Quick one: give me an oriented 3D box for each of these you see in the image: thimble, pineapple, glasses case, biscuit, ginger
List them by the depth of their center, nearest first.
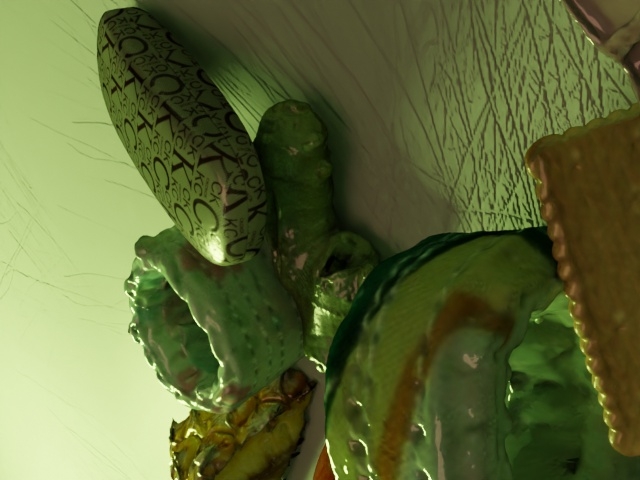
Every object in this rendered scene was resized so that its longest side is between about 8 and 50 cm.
[{"bbox_3d":[0.248,0.022,0.778,0.030,0.160,0.250,-106,-5,-75],"label":"biscuit"},{"bbox_3d":[0.140,0.134,0.860,0.167,0.254,0.288,-1,95,50],"label":"thimble"},{"bbox_3d":[0.002,0.004,1.088,0.137,0.089,0.290,1,112,69],"label":"ginger"},{"bbox_3d":[-0.147,-0.113,1.115,0.355,0.085,0.137,52,149,42],"label":"glasses case"},{"bbox_3d":[-0.110,0.070,1.206,0.185,0.149,0.211,-3,112,52],"label":"thimble"},{"bbox_3d":[-0.137,0.264,1.361,0.161,0.158,0.334,42,141,22],"label":"pineapple"}]

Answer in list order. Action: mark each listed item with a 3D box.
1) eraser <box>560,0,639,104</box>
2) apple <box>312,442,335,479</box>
[{"bbox_3d":[0.248,-0.264,0.585,0.272,0.122,0.359,55,142,6],"label":"eraser"},{"bbox_3d":[0.081,0.248,1.085,0.181,0.181,0.168,42,139,22],"label":"apple"}]
